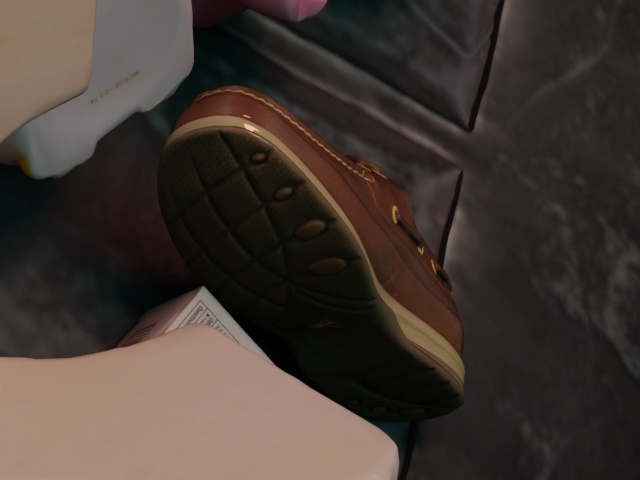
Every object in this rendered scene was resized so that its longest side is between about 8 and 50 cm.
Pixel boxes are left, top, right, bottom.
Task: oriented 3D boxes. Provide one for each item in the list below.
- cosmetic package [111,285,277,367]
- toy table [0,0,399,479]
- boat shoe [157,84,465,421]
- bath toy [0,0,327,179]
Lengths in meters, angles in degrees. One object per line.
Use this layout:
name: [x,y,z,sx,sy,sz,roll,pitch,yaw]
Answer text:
cosmetic package: [-0.029,0.079,0.549,0.115,0.041,0.060,51,53,-13]
toy table: [-0.123,0.035,0.382,0.274,0.252,0.161,40,42,22]
boat shoe: [0.001,0.000,0.561,0.178,0.064,0.060,50,39,-46]
bath toy: [-0.021,-0.138,0.571,0.129,0.151,0.348,39,53,22]
